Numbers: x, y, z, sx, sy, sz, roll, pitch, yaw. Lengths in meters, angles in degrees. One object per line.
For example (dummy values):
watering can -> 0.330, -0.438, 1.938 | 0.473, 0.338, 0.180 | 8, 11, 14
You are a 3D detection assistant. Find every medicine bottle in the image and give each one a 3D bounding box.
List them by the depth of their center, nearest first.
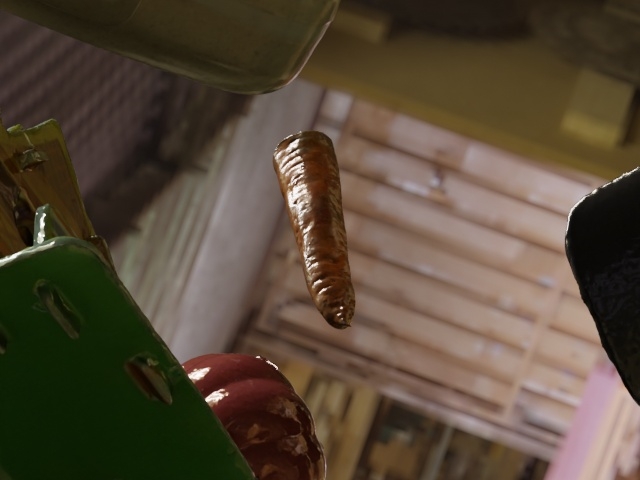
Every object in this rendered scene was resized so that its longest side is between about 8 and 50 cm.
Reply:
medicine bottle -> -0.174, -0.228, 1.277 | 0.123, 0.375, 0.282 | -60, 24, 20

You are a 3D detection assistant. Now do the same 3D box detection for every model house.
model house -> -0.173, 0.068, 1.267 | 0.358, 0.242, 0.313 | 57, -164, -37

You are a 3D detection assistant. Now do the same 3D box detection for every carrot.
carrot -> 0.000, 0.000, 1.640 | 0.224, 0.057, 0.057 | -101, 20, -46

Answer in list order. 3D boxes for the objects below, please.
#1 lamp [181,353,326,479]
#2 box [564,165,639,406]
lamp -> -0.074, 0.175, 1.496 | 0.182, 0.140, 0.182 | 169, 90, -68
box -> 0.315, 0.026, 1.644 | 0.212, 0.201, 0.042 | 66, -175, 23
